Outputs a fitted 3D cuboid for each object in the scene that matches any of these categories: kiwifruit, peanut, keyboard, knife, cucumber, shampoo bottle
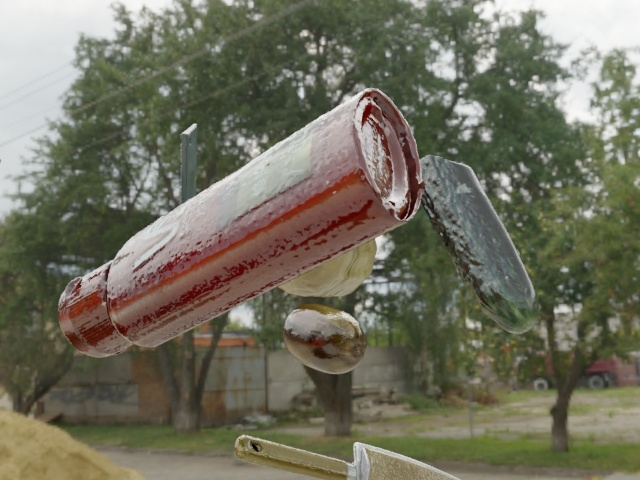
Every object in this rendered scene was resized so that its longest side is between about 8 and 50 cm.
[{"bbox_3d":[0.002,0.112,0.846,0.075,0.075,0.124,4,6,-33],"label":"kiwifruit"},{"bbox_3d":[-0.003,0.005,1.064,0.174,0.158,0.340,-39,-9,9],"label":"peanut"},{"bbox_3d":[-0.204,-0.089,1.137,0.014,0.176,0.055,9,26,6],"label":"keyboard"},{"bbox_3d":[0.041,0.202,0.653,0.256,0.046,0.022,21,-50,-24],"label":"knife"},{"bbox_3d":[0.175,0.003,0.820,0.075,0.241,0.074,-14,-35,-10],"label":"cucumber"},{"bbox_3d":[-0.072,0.003,0.540,0.314,0.118,0.076,-27,-53,30],"label":"shampoo bottle"}]
